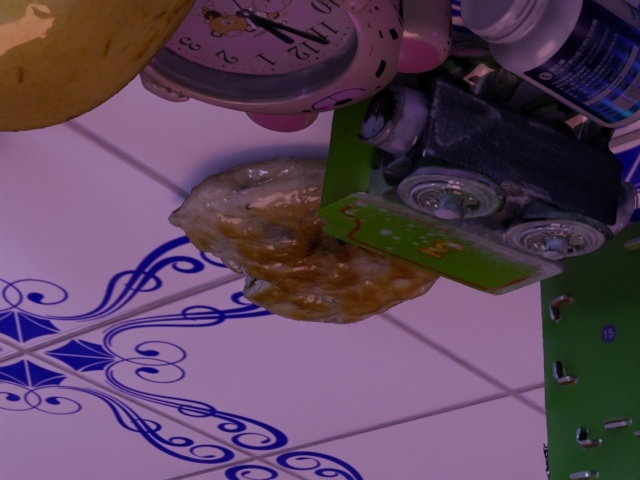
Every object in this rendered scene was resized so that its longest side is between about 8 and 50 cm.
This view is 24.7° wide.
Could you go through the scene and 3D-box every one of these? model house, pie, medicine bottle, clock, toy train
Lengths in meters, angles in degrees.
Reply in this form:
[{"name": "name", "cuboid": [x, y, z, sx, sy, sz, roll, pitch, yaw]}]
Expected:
[{"name": "model house", "cuboid": [0.479, 0.146, 1.689, 0.323, 0.300, 0.340, 14, 156, -40]}, {"name": "pie", "cuboid": [0.000, 0.000, 1.681, 0.337, 0.075, 0.337, 2, 150, 1]}, {"name": "medicine bottle", "cuboid": [0.219, -0.182, 1.298, 0.191, 0.107, 0.107, 25, 144, -33]}, {"name": "clock", "cuboid": [-0.057, -0.208, 1.274, 0.284, 0.114, 0.309, -23, 143, 38]}, {"name": "toy train", "cuboid": [0.148, -0.067, 1.465, 0.307, 0.174, 0.249, 20, 156, -28]}]

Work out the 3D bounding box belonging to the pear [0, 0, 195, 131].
[{"name": "pear", "cuboid": [-0.238, -0.242, 1.005, 0.348, 0.348, 0.348, 2, 151, 1]}]
